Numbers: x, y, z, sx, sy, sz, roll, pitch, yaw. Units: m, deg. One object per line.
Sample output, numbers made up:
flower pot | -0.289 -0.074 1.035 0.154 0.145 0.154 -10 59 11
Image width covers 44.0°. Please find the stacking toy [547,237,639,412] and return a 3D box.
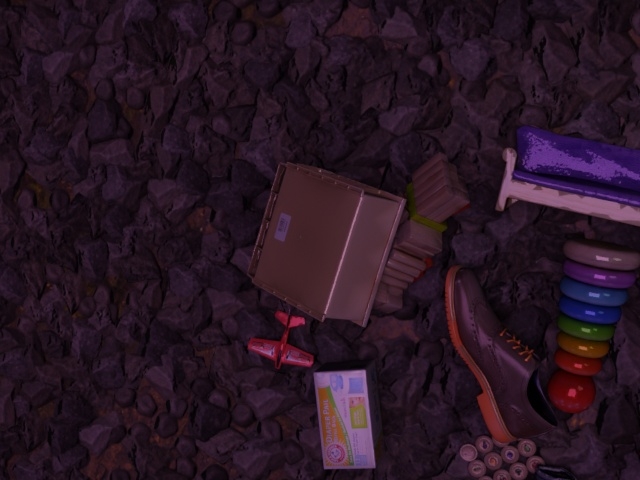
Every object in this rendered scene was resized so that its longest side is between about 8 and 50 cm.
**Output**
stacking toy | 0.500 0.169 1.489 0.141 0.141 0.331 10 100 15

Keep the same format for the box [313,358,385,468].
box | 0.061 0.357 1.630 0.114 0.103 0.203 -6 91 16

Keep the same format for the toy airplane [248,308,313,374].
toy airplane | -0.080 0.215 1.700 0.151 0.028 0.151 1 94 14

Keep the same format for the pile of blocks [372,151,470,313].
pile of blocks | 0.183 -0.001 1.590 0.112 0.149 0.362 22 114 -30

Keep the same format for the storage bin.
storage bin | 0.000 0.000 1.572 0.260 0.123 0.262 25 101 43

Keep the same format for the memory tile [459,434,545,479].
memory tile | 0.365 0.438 1.598 0.148 0.012 0.113 -28 86 16

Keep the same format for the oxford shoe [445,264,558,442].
oxford shoe | 0.348 0.207 1.517 0.132 0.130 0.364 -19 98 36

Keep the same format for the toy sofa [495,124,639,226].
toy sofa | 0.512 -0.104 1.455 0.362 0.150 0.177 14 97 14

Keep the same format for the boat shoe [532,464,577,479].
boat shoe | 0.497 0.500 1.533 0.183 0.065 0.083 14 106 16

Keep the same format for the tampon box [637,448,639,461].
tampon box | 0.654 0.381 1.437 0.101 0.161 0.121 23 98 13
